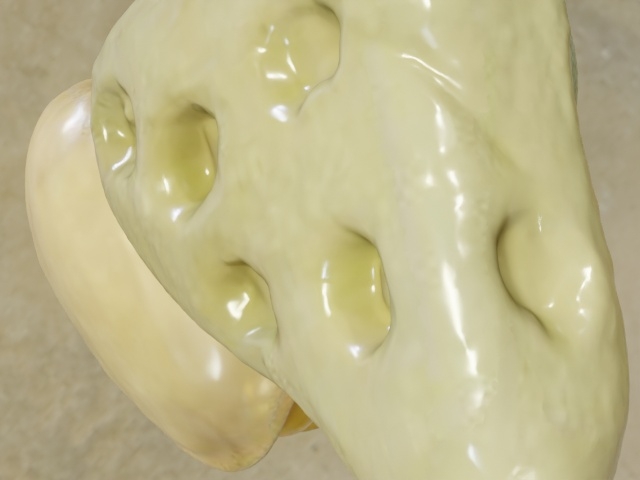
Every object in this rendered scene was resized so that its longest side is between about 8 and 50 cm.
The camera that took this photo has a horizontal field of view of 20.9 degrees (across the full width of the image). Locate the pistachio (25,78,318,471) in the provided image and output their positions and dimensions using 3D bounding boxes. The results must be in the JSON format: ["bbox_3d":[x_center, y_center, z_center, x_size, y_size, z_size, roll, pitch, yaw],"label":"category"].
[{"bbox_3d":[-0.093,0.009,1.245,0.230,0.230,0.309,-23,80,-48],"label":"pistachio"}]

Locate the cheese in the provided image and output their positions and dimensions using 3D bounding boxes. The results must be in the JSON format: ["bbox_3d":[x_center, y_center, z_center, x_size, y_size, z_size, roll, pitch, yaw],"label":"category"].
[{"bbox_3d":[0.000,0.000,0.855,0.129,0.328,0.351,0,78,-38],"label":"cheese"}]

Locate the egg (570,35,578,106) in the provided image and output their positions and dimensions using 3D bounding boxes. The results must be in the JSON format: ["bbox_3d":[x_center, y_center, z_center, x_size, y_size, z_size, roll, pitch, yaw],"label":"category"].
[{"bbox_3d":[0.093,-0.096,1.056,0.132,0.132,0.172,-50,123,-51],"label":"egg"}]
